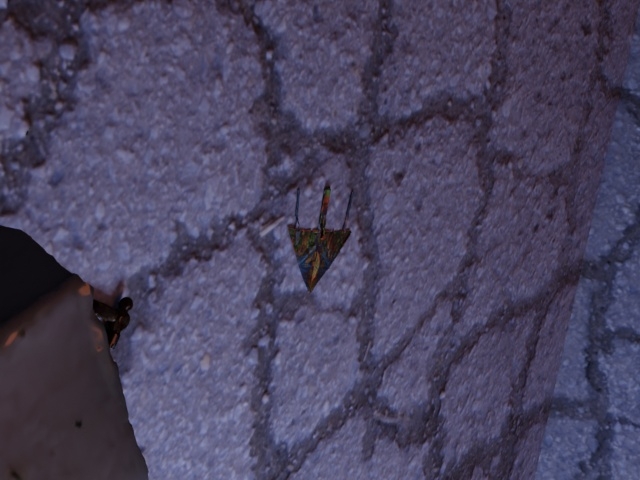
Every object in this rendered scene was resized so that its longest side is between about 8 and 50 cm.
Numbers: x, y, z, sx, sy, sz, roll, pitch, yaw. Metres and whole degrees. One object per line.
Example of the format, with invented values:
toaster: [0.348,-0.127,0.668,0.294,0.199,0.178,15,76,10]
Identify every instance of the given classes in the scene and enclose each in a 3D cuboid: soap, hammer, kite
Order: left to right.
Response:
soap: [-0.360,0.126,1.003,0.350,0.435,0.213,-37,127,-43]
hammer: [-0.270,0.073,1.546,0.178,0.021,0.065,35,73,-58]
kite: [0.000,0.000,1.988,0.183,0.010,0.160,0,101,-60]
